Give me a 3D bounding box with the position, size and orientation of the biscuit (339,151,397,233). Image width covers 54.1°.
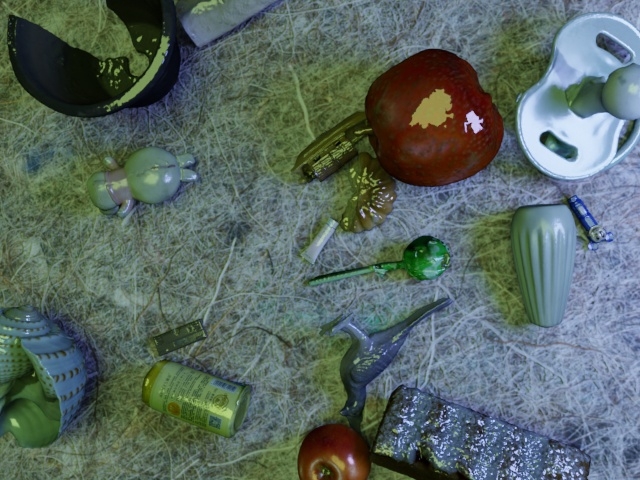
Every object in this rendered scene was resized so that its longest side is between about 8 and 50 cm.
[{"bbox_3d":[0.109,-0.103,1.385,0.118,0.061,0.183,10,88,10],"label":"biscuit"}]

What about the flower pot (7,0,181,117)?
[{"bbox_3d":[-0.457,-0.428,1.415,0.380,0.251,0.379,-1,85,9],"label":"flower pot"}]

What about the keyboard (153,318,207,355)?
[{"bbox_3d":[-0.330,0.228,1.476,0.129,0.015,0.049,-23,88,9],"label":"keyboard"}]

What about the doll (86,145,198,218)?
[{"bbox_3d":[-0.428,-0.137,1.463,0.275,0.113,0.154,-16,81,11],"label":"doll"}]

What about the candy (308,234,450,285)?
[{"bbox_3d":[0.124,0.063,1.375,0.324,0.097,0.097,-13,85,19],"label":"candy"}]

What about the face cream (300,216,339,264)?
[{"bbox_3d":[0.000,0.000,1.420,0.038,0.020,0.115,37,98,12],"label":"face cream"}]

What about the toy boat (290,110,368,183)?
[{"bbox_3d":[0.037,-0.203,1.393,0.226,0.068,0.088,-36,54,4],"label":"toy boat"}]

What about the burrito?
[{"bbox_3d":[-0.197,-0.582,1.449,0.299,0.105,0.143,-31,78,10],"label":"burrito"}]

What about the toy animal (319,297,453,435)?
[{"bbox_3d":[0.101,0.226,1.351,0.206,0.081,0.367,33,96,-11],"label":"toy animal"}]

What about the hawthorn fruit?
[{"bbox_3d":[0.213,-0.243,1.271,0.300,0.275,0.275,-11,85,2],"label":"hawthorn fruit"}]

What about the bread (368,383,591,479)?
[{"bbox_3d":[0.317,0.437,1.262,0.417,0.113,0.165,18,55,11],"label":"bread"}]

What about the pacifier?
[{"bbox_3d":[0.552,-0.270,1.212,0.288,0.269,0.343,26,96,-13],"label":"pacifier"}]

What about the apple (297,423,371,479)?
[{"bbox_3d":[0.027,0.471,1.325,0.164,0.139,0.163,2,97,13],"label":"apple"}]

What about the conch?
[{"bbox_3d":[-0.659,0.303,1.439,0.303,0.215,0.319,18,122,17],"label":"conch"}]

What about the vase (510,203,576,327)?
[{"bbox_3d":[0.455,0.051,1.280,0.128,0.128,0.247,-3,95,11],"label":"vase"}]

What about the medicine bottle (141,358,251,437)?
[{"bbox_3d":[-0.283,0.350,1.408,0.239,0.124,0.124,16,90,12],"label":"medicine bottle"}]

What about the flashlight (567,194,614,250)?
[{"bbox_3d":[0.557,-0.041,1.306,0.057,0.035,0.121,-32,82,9],"label":"flashlight"}]
